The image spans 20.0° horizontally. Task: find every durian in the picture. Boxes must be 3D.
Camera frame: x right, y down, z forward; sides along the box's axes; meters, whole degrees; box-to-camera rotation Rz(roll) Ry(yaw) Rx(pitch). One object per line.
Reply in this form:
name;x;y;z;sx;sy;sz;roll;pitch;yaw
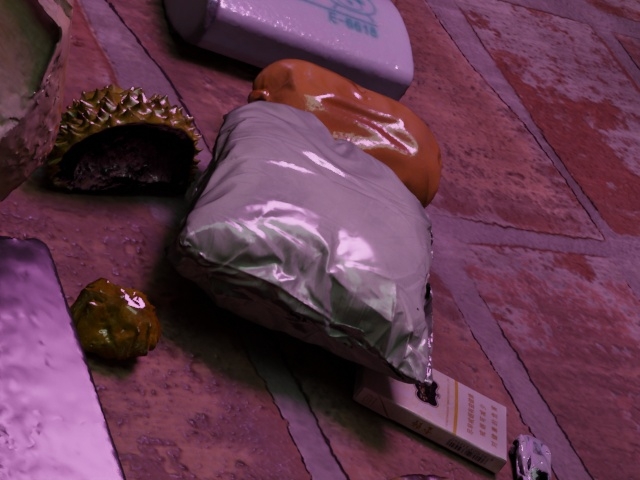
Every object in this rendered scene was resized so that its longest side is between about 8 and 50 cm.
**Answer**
durian;-0.198;-0.119;1.792;0.187;0.119;0.108;2;48;-41

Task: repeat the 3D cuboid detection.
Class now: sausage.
sausage;0.025;-0.113;2.001;0.241;0.120;0.136;25;21;-16

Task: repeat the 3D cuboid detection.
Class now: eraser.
eraser;-0.040;-0.268;2.169;0.290;0.104;0.189;16;32;-31

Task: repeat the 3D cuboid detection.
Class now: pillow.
pillow;0.000;0.000;1.802;0.283;0.138;0.310;30;30;-10

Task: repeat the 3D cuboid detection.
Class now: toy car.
toy car;0.213;0.231;1.804;0.041;0.025;0.093;22;33;-19

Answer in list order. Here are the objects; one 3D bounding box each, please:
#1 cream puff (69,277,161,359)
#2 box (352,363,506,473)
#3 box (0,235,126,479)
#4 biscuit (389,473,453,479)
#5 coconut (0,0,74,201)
cream puff;-0.180;0.070;1.608;0.083;0.058;0.083;41;33;6
box;0.111;0.162;1.800;0.167;0.024;0.090;28;31;-12
box;-0.292;0.167;1.225;0.251;0.204;0.345;11;39;-34
biscuit;0.112;0.269;1.647;0.250;0.032;0.133;3;44;-41
coconut;-0.354;-0.202;1.517;0.352;0.352;0.352;25;32;-17
